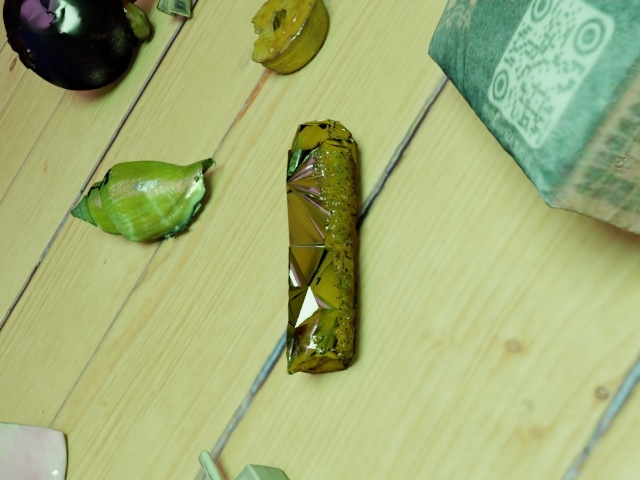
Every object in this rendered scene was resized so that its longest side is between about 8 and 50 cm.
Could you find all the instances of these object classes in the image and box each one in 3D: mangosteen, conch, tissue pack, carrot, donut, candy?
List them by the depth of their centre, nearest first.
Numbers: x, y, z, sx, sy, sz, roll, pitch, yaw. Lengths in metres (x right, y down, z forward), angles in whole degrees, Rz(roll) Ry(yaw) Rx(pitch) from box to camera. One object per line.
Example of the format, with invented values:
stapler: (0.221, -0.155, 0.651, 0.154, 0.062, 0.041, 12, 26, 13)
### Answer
tissue pack: (0.183, -0.191, 0.328, 0.228, 0.103, 0.316, -104, 34, -53)
carrot: (0.001, 0.000, 0.528, 0.069, 0.069, 0.229, -19, 58, 34)
donut: (-0.031, -0.231, 0.685, 0.097, 0.043, 0.108, -20, 56, 34)
candy: (-0.407, 0.300, 0.693, 0.265, 0.116, 0.155, -26, 54, 30)
conch: (-0.207, -0.045, 0.731, 0.200, 0.079, 0.095, 2, 89, 33)
mangosteen: (-0.343, -0.330, 0.930, 0.230, 0.194, 0.194, -41, 40, -20)

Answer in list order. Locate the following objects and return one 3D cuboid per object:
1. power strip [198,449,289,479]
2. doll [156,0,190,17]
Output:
power strip: (-0.048, 0.216, 0.470, 0.175, 0.042, 0.075, 38, 97, 46)
doll: (-0.179, -0.422, 0.877, 0.105, 0.115, 0.221, 35, 100, 36)
